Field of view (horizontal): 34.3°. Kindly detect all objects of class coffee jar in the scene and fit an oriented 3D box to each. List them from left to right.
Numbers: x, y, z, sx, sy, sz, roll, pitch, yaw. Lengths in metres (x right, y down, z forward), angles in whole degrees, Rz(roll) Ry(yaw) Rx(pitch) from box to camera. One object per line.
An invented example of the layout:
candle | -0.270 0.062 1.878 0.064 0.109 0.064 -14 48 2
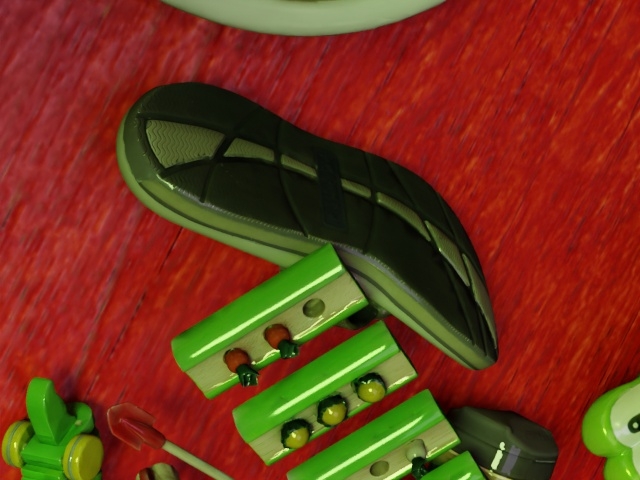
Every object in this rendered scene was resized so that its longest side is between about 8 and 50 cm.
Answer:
coffee jar | 0.106 0.213 0.767 0.096 0.079 0.184 18 95 -53

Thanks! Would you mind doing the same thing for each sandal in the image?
sandal | -0.001 -0.002 0.659 0.302 0.120 0.086 27 133 -27

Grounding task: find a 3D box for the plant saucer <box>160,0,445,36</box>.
plant saucer | -0.020 -0.314 0.554 0.400 0.100 0.401 -7 106 -26

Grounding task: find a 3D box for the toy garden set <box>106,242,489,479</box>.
toy garden set | -0.018 0.149 0.634 0.203 0.049 0.244 -32 124 4

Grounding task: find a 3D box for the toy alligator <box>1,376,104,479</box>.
toy alligator | -0.156 0.167 0.644 0.051 0.056 0.190 -33 125 -62

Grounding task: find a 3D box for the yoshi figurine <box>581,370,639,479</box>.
yoshi figurine | 0.374 0.083 0.781 0.362 0.203 0.203 -31 140 -7
